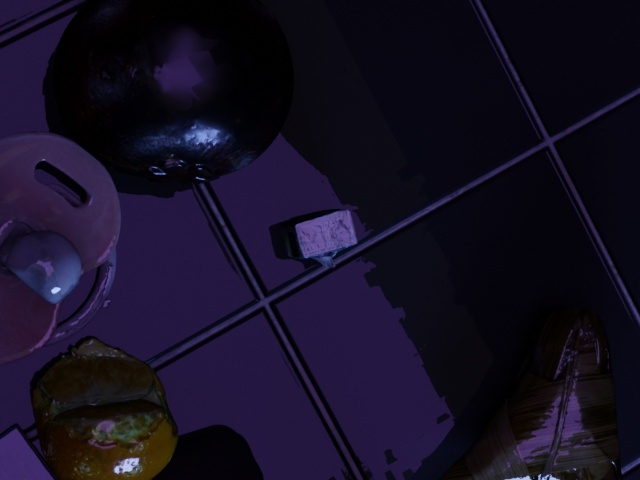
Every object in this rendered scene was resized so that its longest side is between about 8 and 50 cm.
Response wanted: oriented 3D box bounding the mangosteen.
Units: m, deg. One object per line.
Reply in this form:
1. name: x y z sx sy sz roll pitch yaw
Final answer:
1. mangosteen: -0.194 -0.228 1.810 0.330 0.330 0.330 0 90 -13

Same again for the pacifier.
1. pacifier: -0.396 0.017 1.803 0.220 0.273 0.332 34 82 7

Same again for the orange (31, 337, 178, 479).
1. orange: -0.284 0.249 1.827 0.179 0.237 0.158 -11 117 -21

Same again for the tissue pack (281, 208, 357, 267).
1. tissue pack: 0.000 0.001 1.945 0.085 0.111 0.079 -16 94 -12

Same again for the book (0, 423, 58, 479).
1. book: -0.471 0.406 1.874 0.269 0.025 0.191 -35 97 -11

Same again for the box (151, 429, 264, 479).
1. box: -0.185 0.431 1.870 0.289 0.073 0.290 -19 73 -21

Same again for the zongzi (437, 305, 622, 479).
1. zongzi: 0.289 0.244 2.011 0.288 0.134 0.286 -4 84 -6
